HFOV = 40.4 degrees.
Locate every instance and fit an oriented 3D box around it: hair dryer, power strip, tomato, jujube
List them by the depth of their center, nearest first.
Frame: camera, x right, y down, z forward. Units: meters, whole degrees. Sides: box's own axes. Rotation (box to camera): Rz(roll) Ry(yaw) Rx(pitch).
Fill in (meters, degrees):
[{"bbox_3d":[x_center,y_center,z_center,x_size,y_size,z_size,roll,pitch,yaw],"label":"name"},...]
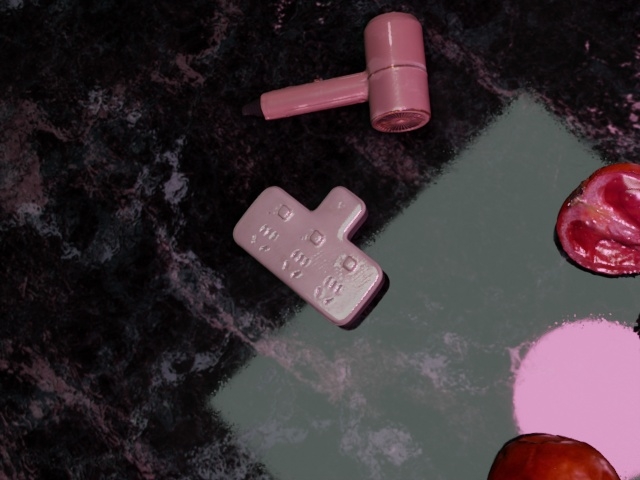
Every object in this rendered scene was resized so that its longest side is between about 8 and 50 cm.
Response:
[{"bbox_3d":[0.338,0.441,1.242,0.223,0.223,0.318,-3,81,11],"label":"jujube"},{"bbox_3d":[0.478,-0.044,1.380,0.173,0.099,0.189,35,127,1],"label":"tomato"},{"bbox_3d":[0.000,0.000,1.486,0.265,0.059,0.194,38,89,17],"label":"power strip"},{"bbox_3d":[0.016,-0.274,1.526,0.344,0.107,0.189,-8,77,16],"label":"hair dryer"}]
